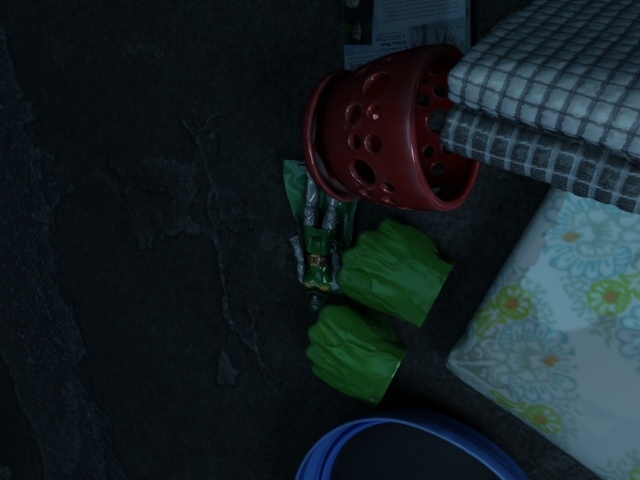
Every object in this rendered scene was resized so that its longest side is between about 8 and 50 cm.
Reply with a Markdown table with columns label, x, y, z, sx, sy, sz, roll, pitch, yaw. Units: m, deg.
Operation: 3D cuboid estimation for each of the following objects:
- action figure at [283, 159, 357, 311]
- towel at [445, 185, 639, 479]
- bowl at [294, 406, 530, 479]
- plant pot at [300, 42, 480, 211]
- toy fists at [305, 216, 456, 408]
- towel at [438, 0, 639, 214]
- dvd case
| label | x | y | z | sx | sy | sz | roll | pitch | yaw |
| --- | --- | --- | --- | --- | --- | --- | --- | --- | --- |
| action figure | 0.000 | 0.000 | 0.868 | 0.137 | 0.063 | 0.232 | 9 | 110 | 27 |
| towel | 0.360 | 0.095 | 0.648 | 0.321 | 0.090 | 0.374 | 35 | 117 | 24 |
| bowl | 0.141 | 0.420 | 0.812 | 0.391 | 0.077 | 0.390 | 7 | 104 | 30 |
| plant pot | 0.086 | -0.134 | 0.708 | 0.174 | 0.191 | 0.191 | 7 | 105 | 39 |
| toy fists | 0.075 | 0.100 | 0.824 | 0.142 | 0.096 | 0.279 | 29 | 114 | 13 |
| towel | 0.277 | -0.145 | 0.537 | 0.235 | 0.284 | 0.121 | 25 | 140 | 30 |
| dvd case | 0.109 | -0.329 | 0.740 | 0.180 | 0.022 | 0.252 | 5 | 104 | 30 |
